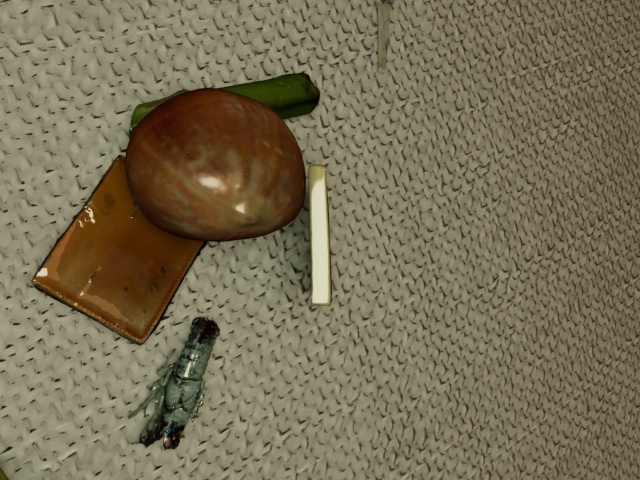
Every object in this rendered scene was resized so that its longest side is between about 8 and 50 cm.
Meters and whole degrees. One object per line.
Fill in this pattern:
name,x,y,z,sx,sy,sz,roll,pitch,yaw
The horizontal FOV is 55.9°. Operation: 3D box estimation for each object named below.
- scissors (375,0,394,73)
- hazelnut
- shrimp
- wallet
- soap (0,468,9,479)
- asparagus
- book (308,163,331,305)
scissors,0.103,-0.373,0.970,0.110,0.021,0.212,5,83,-26
hazelnut,-0.117,-0.081,0.699,0.214,0.214,0.176,-15,128,-28
shrimp,-0.178,0.175,0.748,0.082,0.076,0.174,21,75,-2
wallet,-0.237,0.012,0.748,0.161,0.042,0.195,36,66,-28
soap,-0.300,0.371,0.629,0.169,0.304,0.338,-26,135,5
asparagus,-0.130,-0.177,0.810,0.278,0.060,0.067,-16,113,-28
book,0.000,0.000,0.776,0.026,0.231,0.161,-2,88,1
